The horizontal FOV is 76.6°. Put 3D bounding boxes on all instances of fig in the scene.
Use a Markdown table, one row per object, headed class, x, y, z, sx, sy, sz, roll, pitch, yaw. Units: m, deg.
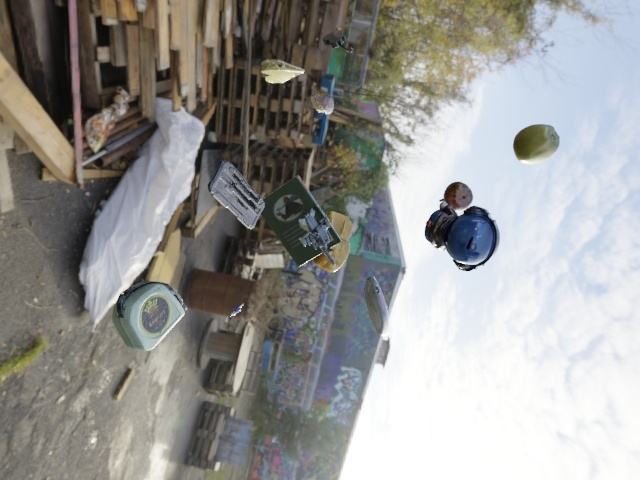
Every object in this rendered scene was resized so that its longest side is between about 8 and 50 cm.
| class | x | y | z | sx | sy | sz | roll | pitch | yaw |
| --- | --- | --- | --- | --- | --- | --- | --- | --- | --- |
| fig | 0.712 | -0.222 | 2.101 | 0.148 | 0.149 | 0.202 | -47 | 164 | 12 |

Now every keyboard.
| class | x | y | z | sx | sy | sz | roll | pitch | yaw |
| --- | --- | --- | --- | --- | --- | --- | --- | --- | --- |
| keyboard | -0.229 | -0.123 | 1.142 | 0.106 | 0.016 | 0.262 | -65 | 156 | -14 |

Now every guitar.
| class | x | y | z | sx | sy | sz | roll | pitch | yaw |
| --- | --- | --- | --- | --- | --- | --- | --- | --- | --- |
| guitar | 0.082 | -0.810 | 1.664 | 0.233 | 0.088 | 0.025 | 61 | -1 | 45 |

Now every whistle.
| class | x | y | z | sx | sy | sz | roll | pitch | yaw |
| --- | --- | --- | --- | --- | --- | --- | --- | --- | --- |
| whistle | -0.391 | 0.324 | 1.890 | 0.083 | 0.029 | 0.033 | -45 | 179 | -33 |

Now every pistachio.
| class | x | y | z | sx | sy | sz | roll | pitch | yaw |
| --- | --- | --- | --- | --- | --- | --- | --- | --- | --- |
| pistachio | 0.014 | -0.543 | 1.574 | 0.173 | 0.049 | 0.089 | -24 | 96 | -64 |

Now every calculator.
| class | x | y | z | sx | sy | sz | roll | pitch | yaw |
| --- | --- | --- | --- | --- | --- | --- | --- | --- | --- |
| calculator | 0.200 | 0.240 | 1.448 | 0.299 | 0.041 | 0.185 | 80 | -7 | -58 |

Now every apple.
| class | x | y | z | sx | sy | sz | roll | pitch | yaw |
| --- | --- | --- | --- | --- | --- | --- | --- | --- | --- |
| apple | 1.003 | -0.452 | 1.897 | 0.200 | 0.200 | 0.200 | 11 | 90 | -90 |

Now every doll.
| class | x | y | z | sx | sy | sz | roll | pitch | yaw |
| --- | --- | --- | --- | --- | --- | --- | --- | --- | --- |
| doll | 0.617 | -0.021 | 1.760 | 0.240 | 0.310 | 0.284 | -7 | 116 | -49 |

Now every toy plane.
| class | x | y | z | sx | sy | sz | roll | pitch | yaw |
| --- | --- | --- | --- | --- | --- | --- | --- | --- | --- |
| toy plane | 0.007 | -0.002 | 1.689 | 0.088 | 0.262 | 0.192 | -23 | -163 | 50 |

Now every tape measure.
| class | x | y | z | sx | sy | sz | roll | pitch | yaw |
| --- | --- | --- | --- | --- | --- | --- | --- | --- | --- |
| tape measure | -0.571 | 0.224 | 1.350 | 0.235 | 0.115 | 0.207 | -56 | 138 | -52 |

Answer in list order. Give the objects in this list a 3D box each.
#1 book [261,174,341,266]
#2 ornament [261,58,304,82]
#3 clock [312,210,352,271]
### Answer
| class | x | y | z | sx | sy | sz | roll | pitch | yaw |
| --- | --- | --- | --- | --- | --- | --- | --- | --- | --- |
| book | -0.106 | -0.086 | 1.917 | 0.371 | 0.260 | 0.043 | 57 | 17 | -8 |
| ornament | -0.158 | -0.725 | 1.733 | 0.201 | 0.180 | 0.059 | -94 | -176 | -80 |
| clock | 0.058 | 0.020 | 2.358 | 0.244 | 0.200 | 0.317 | -26 | -133 | 55 |
